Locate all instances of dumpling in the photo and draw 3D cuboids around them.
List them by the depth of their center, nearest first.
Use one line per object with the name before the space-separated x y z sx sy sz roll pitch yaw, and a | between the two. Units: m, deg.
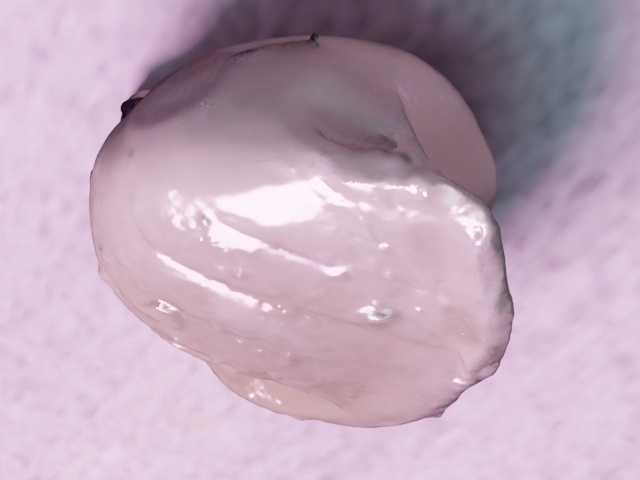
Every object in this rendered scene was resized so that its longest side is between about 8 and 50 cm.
dumpling | -0.001 0.001 0.552 0.176 0.092 0.150 -12 126 32
